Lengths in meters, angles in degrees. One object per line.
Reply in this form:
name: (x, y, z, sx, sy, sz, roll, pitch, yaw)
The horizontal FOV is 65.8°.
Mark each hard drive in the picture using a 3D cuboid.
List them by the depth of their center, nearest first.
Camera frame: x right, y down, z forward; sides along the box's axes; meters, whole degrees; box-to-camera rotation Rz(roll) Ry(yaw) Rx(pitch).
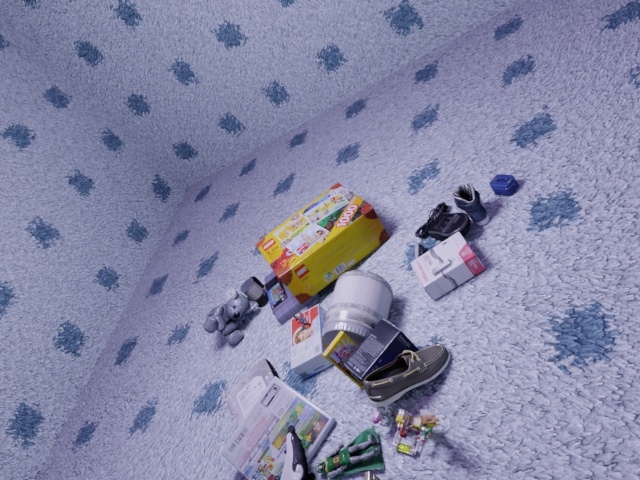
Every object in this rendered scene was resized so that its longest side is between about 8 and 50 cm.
hard drive: (-0.242, 0.644, 1.943, 0.237, 0.064, 0.339, -43, 31, -1)

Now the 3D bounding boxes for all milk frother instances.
milk frother: (-0.345, 0.264, 2.443, 0.143, 0.134, 0.129, -38, 31, 8)

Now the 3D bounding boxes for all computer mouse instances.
computer mouse: (0.506, -0.056, 1.950, 0.188, 0.072, 0.272, -49, 20, -6)

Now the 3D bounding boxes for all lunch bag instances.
lunch bag: (0.709, -0.216, 1.908, 0.067, 0.065, 0.098, -53, 32, -15)

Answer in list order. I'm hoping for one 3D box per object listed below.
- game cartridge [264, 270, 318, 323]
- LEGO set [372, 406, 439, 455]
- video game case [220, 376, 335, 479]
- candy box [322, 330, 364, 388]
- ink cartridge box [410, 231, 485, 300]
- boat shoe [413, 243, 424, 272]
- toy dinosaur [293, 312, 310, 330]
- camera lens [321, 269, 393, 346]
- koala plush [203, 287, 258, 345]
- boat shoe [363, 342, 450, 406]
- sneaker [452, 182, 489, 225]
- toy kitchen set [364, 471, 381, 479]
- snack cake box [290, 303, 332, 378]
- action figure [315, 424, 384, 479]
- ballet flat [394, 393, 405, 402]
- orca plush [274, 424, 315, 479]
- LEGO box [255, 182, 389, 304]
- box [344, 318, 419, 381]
game cartridge: (-0.151, 0.220, 2.357, 0.230, 0.068, 0.355, -36, 32, 4)
LEGO set: (0.262, 0.553, 1.422, 0.287, 0.132, 0.107, -31, 31, 63)
video game case: (-0.151, 0.688, 1.732, 0.300, 0.036, 0.329, 24, 69, 37)
candy box: (0.107, 0.409, 1.694, 0.105, 0.206, 0.027, -52, 24, -14)
ink cartridge box: (0.457, 0.092, 1.797, 0.218, 0.092, 0.158, -36, 32, 14)
boat shoe: (0.389, 0.069, 1.944, 0.040, 0.049, 0.142, 7, 52, 4)
toy dinosaur: (-0.069, 0.318, 1.995, 0.082, 0.047, 0.090, 5, 42, 30)
camera lens: (0.140, 0.263, 1.822, 0.220, 0.219, 0.274, -15, 41, 38)
koala plush: (-0.425, 0.340, 2.370, 0.221, 0.196, 0.203, -51, 22, 13)
boat shoe: (0.273, 0.405, 1.555, 0.305, 0.091, 0.109, -28, 19, -14)
sneaker: (0.562, -0.170, 1.927, 0.086, 0.163, 0.226, -40, 30, 9)
toy kitchen set: (0.133, 0.718, 1.414, 0.075, 0.083, 0.068, -27, 34, 25)
snack cake box: (-0.036, 0.401, 1.980, 0.152, 0.089, 0.264, -33, 33, 20)
action figure: (0.080, 0.682, 1.545, 0.232, 0.063, 0.137, -34, 36, 21)
ballet flat: (0.265, 0.477, 1.598, 0.114, 0.041, 0.041, -40, 32, 5)
orca plush: (-0.072, 0.752, 1.595, 0.151, 0.102, 0.287, -41, 43, 37)
LEGO box: (0.000, 0.000, 2.254, 0.500, 0.193, 0.372, -37, 33, -6)
box: (0.210, 0.394, 1.651, 0.207, 0.153, 0.108, -49, 32, -8)
